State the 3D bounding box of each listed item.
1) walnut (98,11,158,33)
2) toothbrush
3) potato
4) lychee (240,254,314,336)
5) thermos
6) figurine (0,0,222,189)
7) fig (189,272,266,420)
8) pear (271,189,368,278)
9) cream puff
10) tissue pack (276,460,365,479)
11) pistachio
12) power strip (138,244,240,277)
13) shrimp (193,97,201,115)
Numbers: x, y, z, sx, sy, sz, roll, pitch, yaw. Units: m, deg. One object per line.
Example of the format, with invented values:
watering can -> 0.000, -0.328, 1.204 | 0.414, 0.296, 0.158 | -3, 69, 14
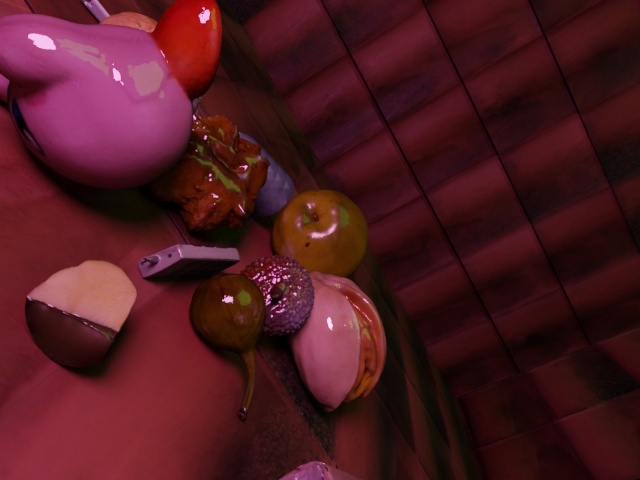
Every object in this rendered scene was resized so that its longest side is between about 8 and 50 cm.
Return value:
walnut -> -0.343, -0.333, 0.775 | 0.165, 0.165, 0.197 | 35, 35, -62
toothbrush -> -0.393, -0.397, 0.962 | 0.386, 0.040, 0.040 | 53, 16, -40
potato -> -0.257, 0.077, 0.459 | 0.096, 0.066, 0.103 | 34, 24, -8
lychee -> -0.089, 0.107, 0.802 | 0.165, 0.165, 0.197 | 64, -21, 9
thermos -> -0.204, -0.201, 1.054 | 0.286, 0.145, 0.182 | 46, 10, -43
figurine -> -0.269, -0.180, 0.556 | 0.261, 0.270, 0.211 | -31, 114, -37
fig -> -0.134, 0.169, 0.667 | 0.124, 0.124, 0.236 | -1, 74, -75
pear -> 0.000, 0.000, 1.151 | 0.294, 0.294, 0.294 | 56, 15, -23
cream puff -> -0.218, -0.138, 0.821 | 0.241, 0.155, 0.269 | 58, 42, -21
tissue pack -> 0.069, 0.457, 0.578 | 0.305, 0.239, 0.238 | 50, 18, -40
pistachio -> 0.025, 0.215, 0.936 | 0.230, 0.230, 0.308 | 21, 53, -70
power strip -> -0.212, 0.036, 0.685 | 0.029, 0.080, 0.227 | 69, 15, 10
shrimp -> -0.343, -0.329, 0.945 | 0.126, 0.048, 0.223 | 53, 30, -21
